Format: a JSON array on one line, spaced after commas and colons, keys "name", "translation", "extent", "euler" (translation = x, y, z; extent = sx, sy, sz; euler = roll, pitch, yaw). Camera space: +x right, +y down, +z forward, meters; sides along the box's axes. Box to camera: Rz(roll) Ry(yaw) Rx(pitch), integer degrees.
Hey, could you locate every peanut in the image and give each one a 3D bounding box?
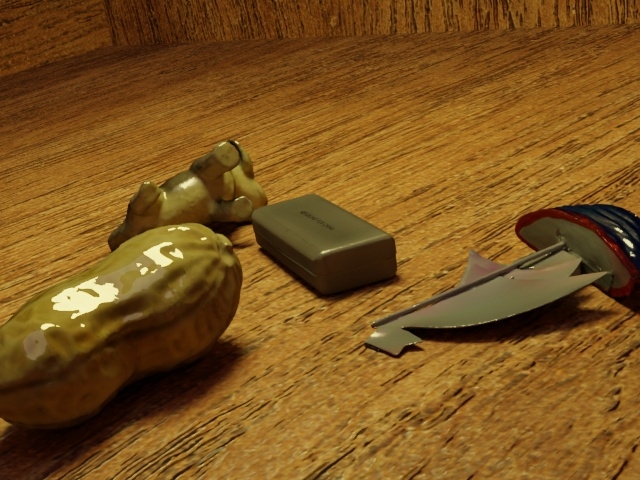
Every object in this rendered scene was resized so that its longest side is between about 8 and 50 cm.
[{"name": "peanut", "translation": [-0.195, 0.081, 1.096], "extent": [0.305, 0.147, 0.147], "euler": [-28, 25, -36]}]

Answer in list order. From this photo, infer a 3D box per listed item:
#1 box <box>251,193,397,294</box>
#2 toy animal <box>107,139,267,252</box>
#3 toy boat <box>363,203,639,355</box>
[{"name": "box", "translation": [0.000, 0.000, 1.377], "extent": [0.103, 0.055, 0.244], "euler": [-15, 19, -17]}, {"name": "toy animal", "translation": [-0.161, -0.052, 1.535], "extent": [0.233, 0.121, 0.169], "euler": [-31, 10, -29]}, {"name": "toy boat", "translation": [0.209, 0.038, 1.144], "extent": [0.318, 0.072, 0.219], "euler": [-28, 22, -38]}]
